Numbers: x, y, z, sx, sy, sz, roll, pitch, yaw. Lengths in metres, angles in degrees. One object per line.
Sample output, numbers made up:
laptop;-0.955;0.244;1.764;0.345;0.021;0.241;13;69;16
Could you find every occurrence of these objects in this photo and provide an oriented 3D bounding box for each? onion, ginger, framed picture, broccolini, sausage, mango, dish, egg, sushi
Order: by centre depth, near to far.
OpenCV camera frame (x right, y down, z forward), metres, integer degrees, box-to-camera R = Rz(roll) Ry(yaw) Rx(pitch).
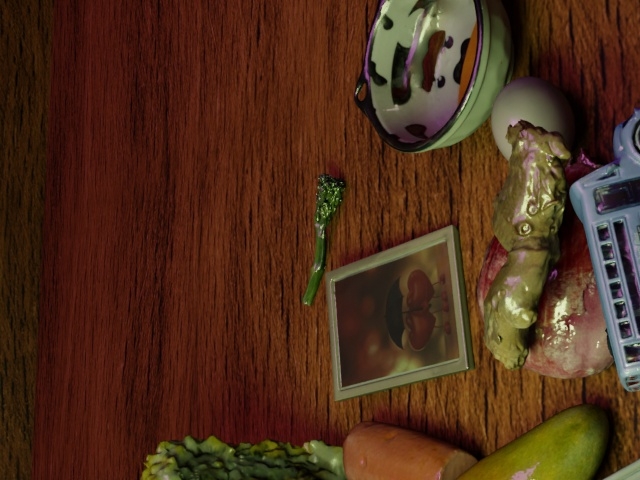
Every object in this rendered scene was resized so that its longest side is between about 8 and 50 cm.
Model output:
ginger;0.223;0.011;1.282;0.122;0.084;0.290;25;113;56
mango;0.238;0.312;1.381;0.129;0.146;0.289;56;131;27
onion;0.276;0.024;1.389;0.227;0.120;0.283;16;99;54
egg;0.270;-0.146;1.436;0.103;0.103;0.135;-48;43;45
dish;0.179;-0.253;1.588;0.303;0.120;0.303;-14;74;58
sausage;0.121;0.324;1.613;0.259;0.113;0.113;7;92;58
sushi;-0.101;0.453;1.688;0.351;0.396;0.240;-117;41;-55
framed picture;0.111;0.116;1.706;0.289;0.020;0.211;-22;66;47
broccolini;0.000;0.000;1.936;0.054;0.051;0.239;35;122;49

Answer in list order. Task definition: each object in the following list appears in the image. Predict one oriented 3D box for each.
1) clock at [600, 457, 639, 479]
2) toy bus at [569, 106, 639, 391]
clock;0.385;0.319;1.194;0.253;0.083;0.186;-47;47;45
toy bus;0.349;0.007;1.213;0.133;0.125;0.292;-13;69;14
